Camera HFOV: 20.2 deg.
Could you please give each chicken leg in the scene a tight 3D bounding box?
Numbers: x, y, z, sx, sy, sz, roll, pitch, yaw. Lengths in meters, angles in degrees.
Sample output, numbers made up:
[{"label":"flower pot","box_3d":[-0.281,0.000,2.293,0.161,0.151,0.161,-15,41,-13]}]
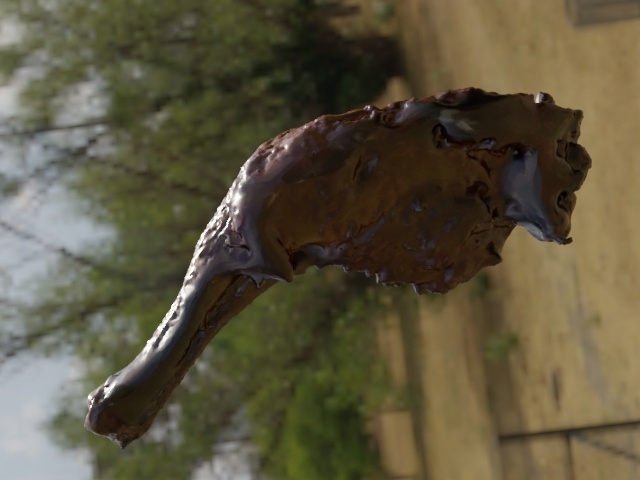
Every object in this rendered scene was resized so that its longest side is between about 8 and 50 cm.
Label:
[{"label":"chicken leg","box_3d":[0.000,0.000,1.248,0.158,0.407,0.096,62,175,-13]}]
